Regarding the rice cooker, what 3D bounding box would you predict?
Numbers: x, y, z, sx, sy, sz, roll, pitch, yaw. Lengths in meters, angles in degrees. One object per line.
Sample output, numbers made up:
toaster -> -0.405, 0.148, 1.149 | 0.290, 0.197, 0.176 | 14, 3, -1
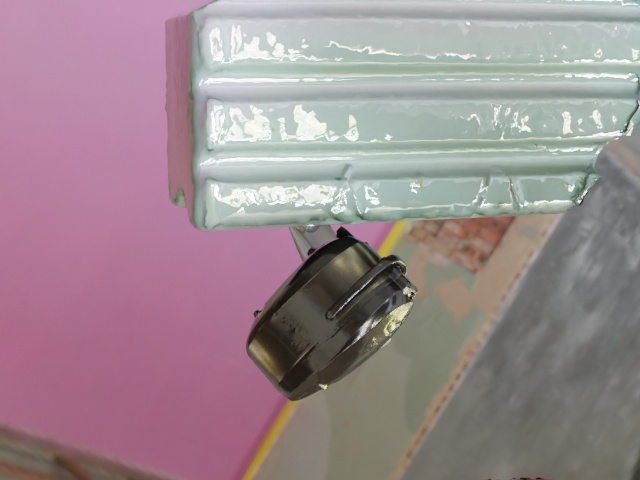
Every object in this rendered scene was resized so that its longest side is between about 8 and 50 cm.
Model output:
rice cooker -> 0.009, 0.070, 1.118 | 0.106, 0.165, 0.112 | 39, 180, 17

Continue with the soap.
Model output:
soap -> 0.086, -0.154, 1.138 | 0.446, 0.261, 0.156 | -3, -169, -15

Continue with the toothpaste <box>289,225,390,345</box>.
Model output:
toothpaste -> 0.000, 0.000, 1.465 | 0.075, 0.048, 0.301 | -2, -124, -52

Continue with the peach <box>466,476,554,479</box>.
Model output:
peach -> 0.090, 0.309, 0.667 | 0.370, 0.370, 0.370 | 32, 179, 1
